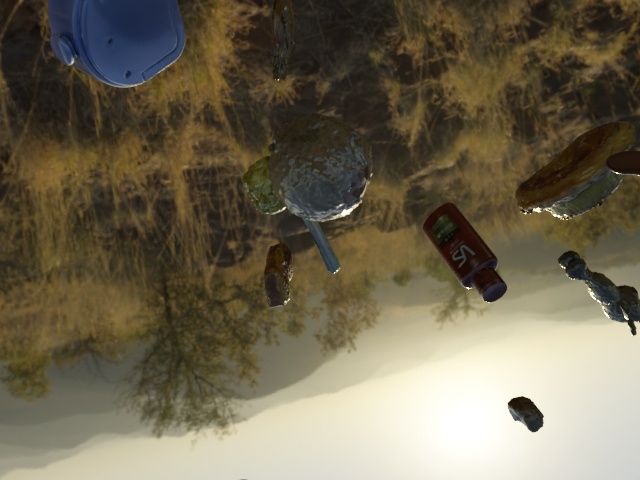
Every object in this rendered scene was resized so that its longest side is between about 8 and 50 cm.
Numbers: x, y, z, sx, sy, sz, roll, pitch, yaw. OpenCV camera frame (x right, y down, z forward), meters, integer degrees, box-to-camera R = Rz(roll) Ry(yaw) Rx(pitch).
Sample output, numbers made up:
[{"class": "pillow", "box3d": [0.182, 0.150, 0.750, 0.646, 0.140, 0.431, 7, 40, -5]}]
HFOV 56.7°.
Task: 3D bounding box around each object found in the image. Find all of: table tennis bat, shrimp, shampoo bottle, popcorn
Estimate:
[{"class": "table tennis bat", "box3d": [0.673, -0.156, 1.259, 0.098, 0.155, 0.019, -12, 122, 5]}, {"class": "shrimp", "box3d": [-0.111, -0.580, 1.678, 0.067, 0.249, 0.150, 4, -167, 15]}, {"class": "shampoo bottle", "box3d": [0.387, 0.032, 1.590, 0.118, 0.314, 0.076, -42, 133, 16]}, {"class": "popcorn", "box3d": [-0.149, -0.199, 1.979, 0.216, 0.181, 0.235, -38, -163, -12]}]

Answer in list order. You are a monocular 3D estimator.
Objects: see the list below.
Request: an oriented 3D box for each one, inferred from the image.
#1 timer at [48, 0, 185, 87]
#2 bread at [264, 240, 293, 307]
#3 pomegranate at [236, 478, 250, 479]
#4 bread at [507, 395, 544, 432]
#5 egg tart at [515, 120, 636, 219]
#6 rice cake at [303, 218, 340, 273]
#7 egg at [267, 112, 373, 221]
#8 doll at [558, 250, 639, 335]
[{"class": "timer", "box3d": [-0.568, -0.605, 1.611, 0.395, 0.173, 0.395, -45, 152, -33]}, {"class": "bread", "box3d": [-0.128, 0.096, 1.808, 0.077, 0.139, 0.271, -5, -164, 2]}, {"class": "pomegranate", "box3d": [-0.183, 0.608, 1.345, 0.122, 0.122, 0.161, -12, 161, -10]}, {"class": "bread", "box3d": [0.534, 0.444, 1.546, 0.060, 0.082, 0.113, -31, -168, -7]}, {"class": "egg tart", "box3d": [0.860, -0.209, 1.961, 0.443, 0.178, 0.443, -39, -176, 4]}, {"class": "rice cake", "box3d": [0.000, -0.001, 1.607, 0.033, 0.208, 0.033, -4, -149, 46]}, {"class": "egg", "box3d": [-0.002, -0.178, 1.453, 0.279, 0.279, 0.310, -12, -157, -13]}, {"class": "doll", "box3d": [0.632, 0.100, 1.343, 0.091, 0.285, 0.203, -52, -171, 11]}]
